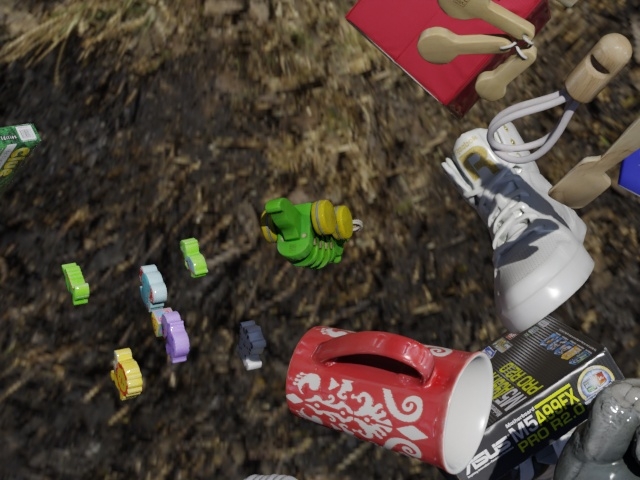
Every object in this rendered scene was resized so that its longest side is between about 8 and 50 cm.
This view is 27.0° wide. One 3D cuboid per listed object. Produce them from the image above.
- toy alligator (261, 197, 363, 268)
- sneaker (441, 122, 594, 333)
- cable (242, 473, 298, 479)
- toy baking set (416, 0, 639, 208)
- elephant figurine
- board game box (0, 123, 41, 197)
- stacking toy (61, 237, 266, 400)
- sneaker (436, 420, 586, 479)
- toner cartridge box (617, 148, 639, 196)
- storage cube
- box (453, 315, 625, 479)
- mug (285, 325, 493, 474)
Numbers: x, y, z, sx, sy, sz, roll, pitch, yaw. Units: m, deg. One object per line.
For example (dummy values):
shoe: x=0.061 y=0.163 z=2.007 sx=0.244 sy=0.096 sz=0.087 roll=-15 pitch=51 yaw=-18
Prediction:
toy alligator: x=0.000 y=0.000 z=1.115 sx=0.056 sy=0.190 sz=0.051 roll=-8 pitch=82 yaw=21
sneaker: x=0.176 y=-0.024 z=1.290 sx=0.108 sy=0.292 sz=0.169 roll=-37 pitch=96 yaw=16
cable: x=-0.042 y=0.403 z=1.596 sx=0.089 sy=0.257 sz=0.257 roll=-16 pitch=112 yaw=14
toy baking set: x=0.184 y=-0.127 z=0.948 sx=0.197 sy=0.030 sz=0.256 roll=-14 pitch=133 yaw=31
elephant figurine: x=0.328 y=0.185 z=1.228 sx=0.186 sy=0.239 sz=0.169 roll=15 pitch=115 yaw=30
board game box: x=-0.440 y=-0.048 z=1.573 sx=0.260 sy=0.136 sz=0.030 roll=-44 pitch=66 yaw=42
stacking toy: x=-0.179 y=0.078 z=1.509 sx=0.167 sy=0.221 sz=0.052 roll=-11 pitch=135 yaw=-26
sneaker: x=0.256 y=0.259 z=1.741 sx=0.146 sy=0.330 sz=0.122 roll=-49 pitch=68 yaw=19
toner cartridge box: x=0.541 y=-0.054 z=1.658 sx=0.165 sy=0.348 sz=0.075 roll=-3 pitch=111 yaw=-23
storage cube: x=0.173 y=-0.298 z=1.775 sx=0.184 sy=0.215 sz=0.193 roll=43 pitch=98 yaw=9
box: x=0.220 y=0.183 z=1.570 sx=0.216 sy=0.270 sz=0.060 roll=-32 pitch=99 yaw=-2
mug: x=0.061 y=0.125 z=1.237 sx=0.169 sy=0.113 sz=0.150 roll=12 pitch=122 yaw=28
